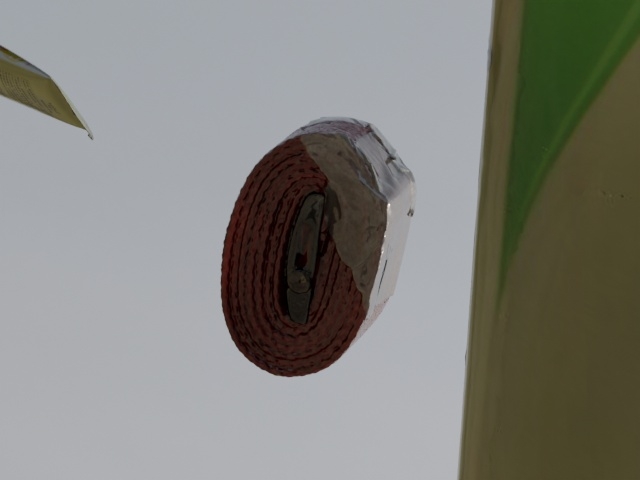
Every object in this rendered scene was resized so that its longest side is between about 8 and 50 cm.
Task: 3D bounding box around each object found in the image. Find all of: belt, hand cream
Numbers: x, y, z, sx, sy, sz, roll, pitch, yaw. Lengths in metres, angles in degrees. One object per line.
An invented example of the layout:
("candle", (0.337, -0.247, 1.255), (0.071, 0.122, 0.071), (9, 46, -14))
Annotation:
("belt", (0.000, 0.000, 1.494), (0.128, 0.124, 0.201), (17, -74, 12))
("hand cream", (-0.129, -0.068, 0.762), (0.102, 0.022, 0.035), (26, -24, 38))

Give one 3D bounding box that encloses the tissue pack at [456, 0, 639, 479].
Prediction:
("tissue pack", (0.215, 0.026, 0.609), (0.332, 0.205, 0.405), (15, -67, 33))
